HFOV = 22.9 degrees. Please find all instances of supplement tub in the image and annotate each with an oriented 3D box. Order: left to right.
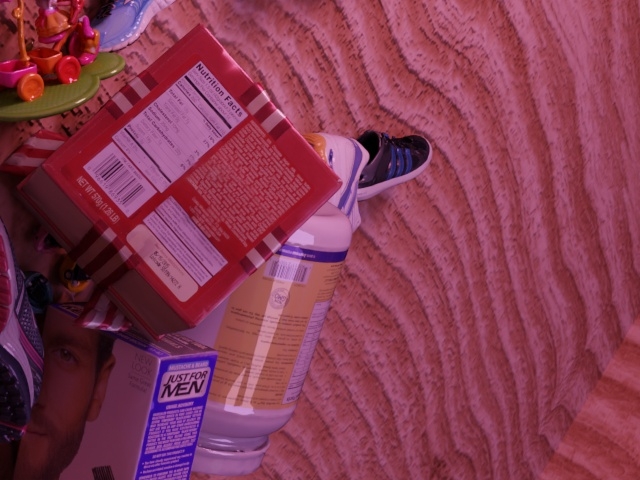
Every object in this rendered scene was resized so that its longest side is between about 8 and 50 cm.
[{"bbox_3d":[-0.118,0.092,1.907,0.241,0.241,0.331,2,110,-57],"label":"supplement tub"}]

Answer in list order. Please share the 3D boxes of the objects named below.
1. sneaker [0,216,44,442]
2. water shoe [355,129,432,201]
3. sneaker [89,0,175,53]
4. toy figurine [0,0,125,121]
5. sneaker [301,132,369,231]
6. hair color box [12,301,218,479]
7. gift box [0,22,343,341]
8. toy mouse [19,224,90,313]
[{"bbox_3d":[-0.361,0.069,1.665,0.112,0.121,0.299,-74,166,-54],"label":"sneaker"},{"bbox_3d":[0.093,-0.122,2.247,0.203,0.073,0.080,-33,133,-42],"label":"water shoe"},{"bbox_3d":[-0.216,-0.262,1.703,0.162,0.063,0.073,-51,128,-29],"label":"sneaker"},{"bbox_3d":[-0.279,-0.224,1.564,0.173,0.130,0.159,-30,126,-36],"label":"toy figurine"},{"bbox_3d":[0.000,0.000,2.138,0.131,0.112,0.296,-6,117,-47],"label":"sneaker"},{"bbox_3d":[-0.247,0.256,1.788,0.110,0.185,0.338,0,107,-53],"label":"hair color box"},{"bbox_3d":[-0.175,-0.047,1.627,0.276,0.255,0.258,-39,-174,-15],"label":"gift box"},{"bbox_3d":[-0.310,0.023,1.768,0.143,0.031,0.161,-10,119,-55],"label":"toy mouse"}]
